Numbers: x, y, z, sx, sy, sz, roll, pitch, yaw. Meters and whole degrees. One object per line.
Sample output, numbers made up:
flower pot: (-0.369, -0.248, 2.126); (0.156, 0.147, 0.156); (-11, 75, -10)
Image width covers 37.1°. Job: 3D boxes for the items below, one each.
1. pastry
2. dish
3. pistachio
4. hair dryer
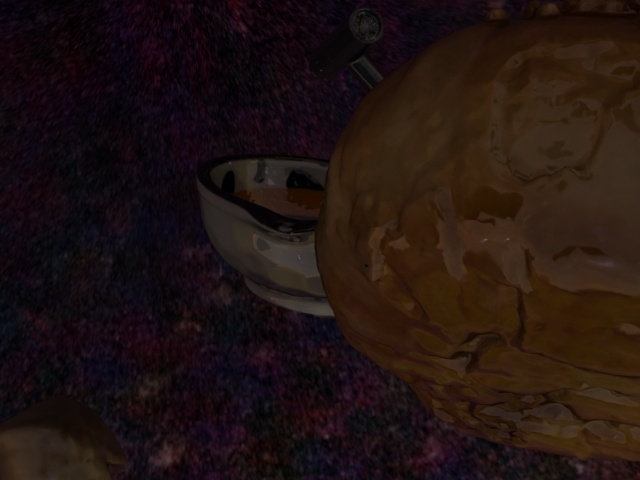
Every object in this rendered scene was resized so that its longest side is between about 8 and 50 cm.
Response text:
pastry: (0.195, 0.001, 0.696); (0.409, 0.409, 0.245); (30, 59, -16)
dish: (0.000, 0.000, 1.003); (0.303, 0.303, 0.120); (7, 108, -10)
pistachio: (-0.355, 0.300, 1.244); (0.197, 0.288, 0.166); (19, 59, -11)
hair dryer: (0.084, -0.192, 1.186); (0.195, 0.173, 0.050); (41, 77, -8)
